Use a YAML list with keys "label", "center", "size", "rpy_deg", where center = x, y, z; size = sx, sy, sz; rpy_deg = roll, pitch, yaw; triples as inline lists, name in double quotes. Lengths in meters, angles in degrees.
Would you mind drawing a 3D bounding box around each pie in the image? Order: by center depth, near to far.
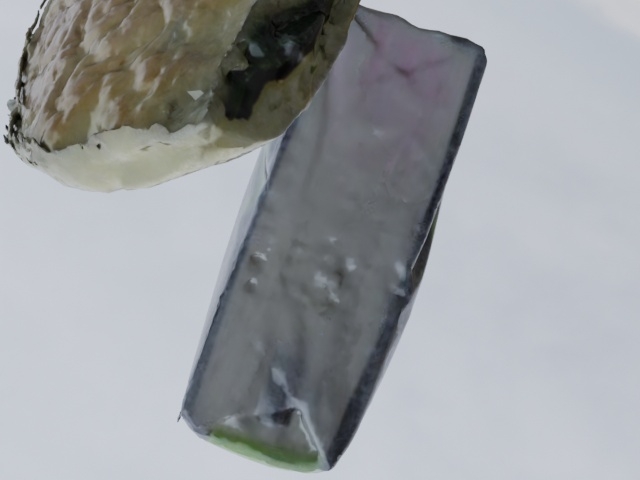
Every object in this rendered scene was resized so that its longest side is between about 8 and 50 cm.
- label: "pie"
  center: [-0.052, -0.108, 0.676]
  size: [0.185, 0.218, 0.052]
  rpy_deg: [7, 148, 43]

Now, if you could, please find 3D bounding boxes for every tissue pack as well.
- label: "tissue pack"
  center: [0.000, 0.000, 1.193]
  size: [0.124, 0.288, 0.394]
  rpy_deg: [20, 179, -2]
